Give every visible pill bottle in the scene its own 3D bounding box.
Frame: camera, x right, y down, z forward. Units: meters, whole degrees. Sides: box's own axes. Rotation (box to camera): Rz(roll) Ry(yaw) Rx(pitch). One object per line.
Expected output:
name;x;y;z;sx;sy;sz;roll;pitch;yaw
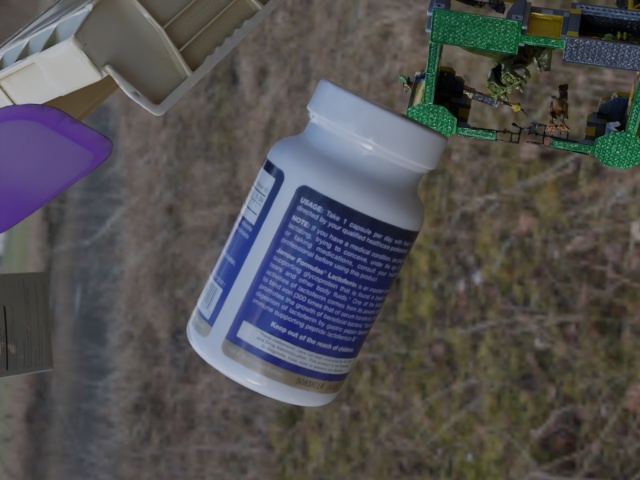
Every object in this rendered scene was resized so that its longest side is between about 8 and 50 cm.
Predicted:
pill bottle;0.000;0.000;1.070;0.264;0.153;0.153;-64;17;10

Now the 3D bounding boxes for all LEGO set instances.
LEGO set;0.253;-0.235;1.367;0.255;0.331;0.192;77;-157;-50

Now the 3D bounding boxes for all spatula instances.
spatula;-0.231;0.039;0.631;0.296;0.084;0.030;-48;58;5

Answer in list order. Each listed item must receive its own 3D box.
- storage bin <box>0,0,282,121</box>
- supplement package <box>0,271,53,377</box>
storage bin;-0.201;-0.213;1.248;0.262;0.123;0.260;-9;33;50
supplement package;-0.468;0.111;1.506;0.244;0.139;0.134;-1;-93;-62
